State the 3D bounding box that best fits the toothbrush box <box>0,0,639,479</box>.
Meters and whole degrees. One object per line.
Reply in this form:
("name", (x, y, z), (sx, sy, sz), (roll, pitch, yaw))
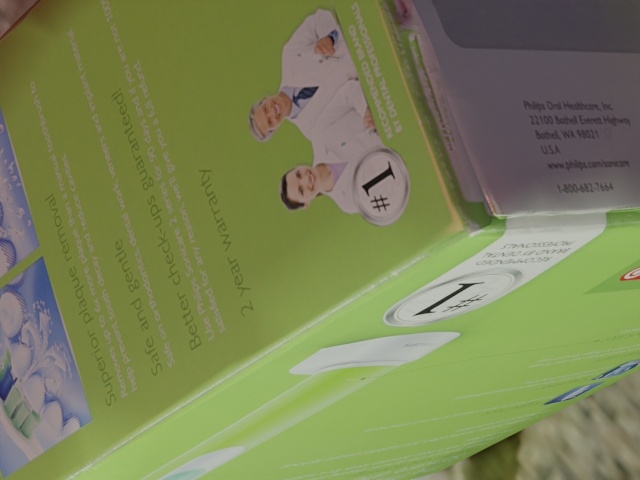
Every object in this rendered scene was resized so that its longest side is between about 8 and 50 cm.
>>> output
("toothbrush box", (0.000, 0.000, 0.548), (0.283, 0.206, 0.122), (-36, 67, 43))
